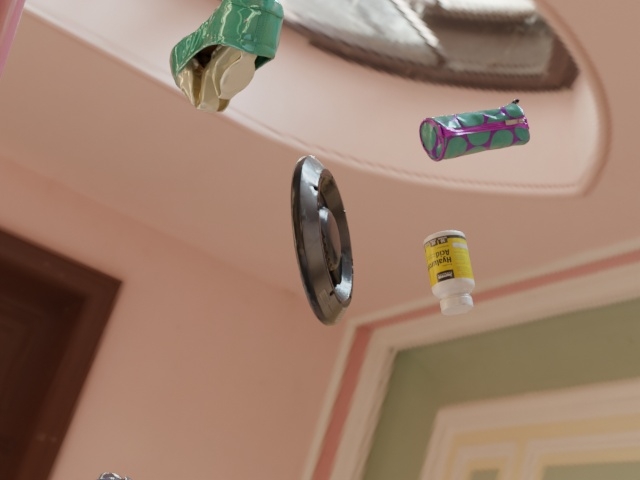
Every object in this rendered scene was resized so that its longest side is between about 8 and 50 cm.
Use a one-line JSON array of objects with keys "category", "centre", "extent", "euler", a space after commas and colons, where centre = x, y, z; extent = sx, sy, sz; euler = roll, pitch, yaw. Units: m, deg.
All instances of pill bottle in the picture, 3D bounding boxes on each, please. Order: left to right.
[{"category": "pill bottle", "centre": [0.193, 0.049, 1.757], "extent": [0.065, 0.065, 0.116], "euler": [-35, -122, 48]}]

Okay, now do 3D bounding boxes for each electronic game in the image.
[{"category": "electronic game", "centre": [0.000, 0.000, 1.579], "extent": [0.048, 0.229, 0.229], "euler": [-9, -135, 13]}]

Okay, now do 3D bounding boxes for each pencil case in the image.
[{"category": "pencil case", "centre": [0.215, -0.152, 1.641], "extent": [0.070, 0.151, 0.064], "euler": [153, -77, -68]}]

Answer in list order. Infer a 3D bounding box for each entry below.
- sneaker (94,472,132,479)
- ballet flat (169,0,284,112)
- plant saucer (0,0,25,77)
[{"category": "sneaker", "centre": [-0.185, 0.350, 1.345], "extent": [0.163, 0.226, 0.086], "euler": [11, -123, 50]}, {"category": "ballet flat", "centre": [-0.109, -0.183, 1.240], "extent": [0.247, 0.083, 0.087], "euler": [150, -49, -64]}, {"category": "plant saucer", "centre": [-0.222, -0.088, 0.596], "extent": [0.332, 0.084, 0.332], "euler": [-48, -148, 44]}]
